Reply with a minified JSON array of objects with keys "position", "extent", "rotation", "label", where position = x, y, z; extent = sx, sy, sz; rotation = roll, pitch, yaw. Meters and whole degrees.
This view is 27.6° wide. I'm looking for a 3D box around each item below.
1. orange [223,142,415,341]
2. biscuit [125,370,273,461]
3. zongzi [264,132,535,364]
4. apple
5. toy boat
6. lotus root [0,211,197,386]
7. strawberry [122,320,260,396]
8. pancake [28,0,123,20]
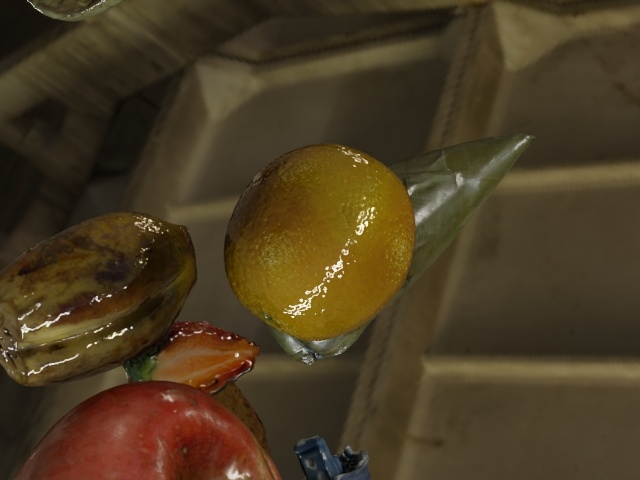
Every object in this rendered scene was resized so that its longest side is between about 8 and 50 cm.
[{"position":[0.000,0.000,1.523],"extent":[0.236,0.236,0.236],"rotation":[-37,-146,30],"label":"orange"},{"position":[-0.197,0.284,2.137],"extent":[0.046,0.359,0.359],"rotation":[-39,-148,16],"label":"biscuit"},{"position":[0.107,0.001,1.874],"extent":[0.392,0.174,0.356],"rotation":[-25,-160,33],"label":"zongzi"},{"position":[-0.219,0.370,1.604],"extent":[0.364,0.364,0.364],"rotation":[-37,-146,30],"label":"apple"},{"position":[0.011,0.380,2.103],"extent":[0.129,0.143,0.309],"rotation":[-19,179,16],"label":"toy boat"},{"position":[-0.283,0.074,1.651],"extent":[0.291,0.193,0.193],"rotation":[-28,-162,-27],"label":"lotus root"},{"position":[-0.196,0.167,1.872],"extent":[0.192,0.140,0.085],"rotation":[-37,-145,-1],"label":"strawberry"},{"position":[-0.359,-0.440,1.938],"extent":[0.242,0.241,0.050],"rotation":[-59,171,-7],"label":"pancake"}]
